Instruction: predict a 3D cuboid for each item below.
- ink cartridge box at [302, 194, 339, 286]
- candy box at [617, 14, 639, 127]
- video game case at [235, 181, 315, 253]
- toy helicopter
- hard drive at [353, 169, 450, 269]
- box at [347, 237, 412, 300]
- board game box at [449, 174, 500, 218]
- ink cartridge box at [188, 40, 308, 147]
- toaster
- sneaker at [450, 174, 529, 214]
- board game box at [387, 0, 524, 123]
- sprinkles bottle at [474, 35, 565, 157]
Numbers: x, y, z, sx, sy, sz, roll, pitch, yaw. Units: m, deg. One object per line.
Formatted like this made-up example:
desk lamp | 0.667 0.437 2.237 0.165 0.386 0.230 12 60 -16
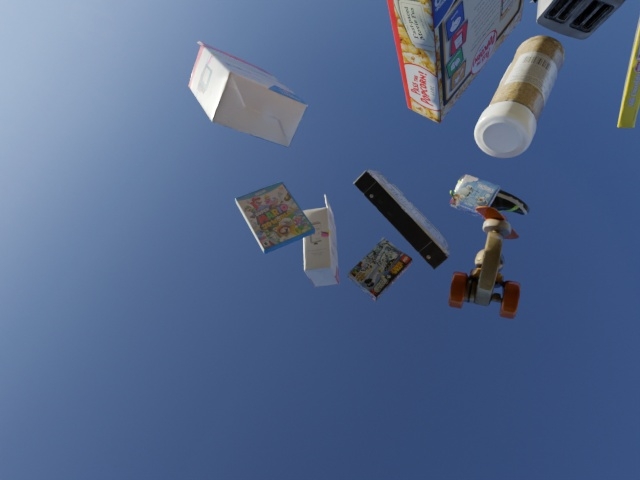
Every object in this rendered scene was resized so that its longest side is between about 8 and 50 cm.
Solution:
ink cartridge box | 0.000 0.000 1.012 0.067 0.115 0.198 -7 -117 9
candy box | 0.470 -0.280 0.601 0.027 0.206 0.105 14 -123 33
video game case | -0.101 -0.055 0.903 0.119 0.015 0.166 -23 -125 -16
toy helicopter | 0.413 0.035 1.012 0.140 0.355 0.235 9 -82 22
hard drive | 0.257 -0.075 1.258 0.339 0.237 0.064 47 -72 8
box | 0.145 0.069 1.008 0.137 0.027 0.094 -43 -118 -17
board game box | 0.386 -0.111 1.035 0.090 0.020 0.090 28 -99 32
ink cartridge box | -0.133 -0.250 0.689 0.078 0.134 0.231 -62 -142 22
toaster | 0.697 -0.657 1.119 0.168 0.186 0.110 19 -108 -4
sneaker | 0.500 -0.114 1.237 0.234 0.084 0.097 24 -75 -1
board game box | 0.125 -0.218 0.358 0.045 0.193 0.147 37 -94 26
sprinkles bottle | 0.482 -0.350 0.985 0.121 0.121 0.355 27 -120 15
